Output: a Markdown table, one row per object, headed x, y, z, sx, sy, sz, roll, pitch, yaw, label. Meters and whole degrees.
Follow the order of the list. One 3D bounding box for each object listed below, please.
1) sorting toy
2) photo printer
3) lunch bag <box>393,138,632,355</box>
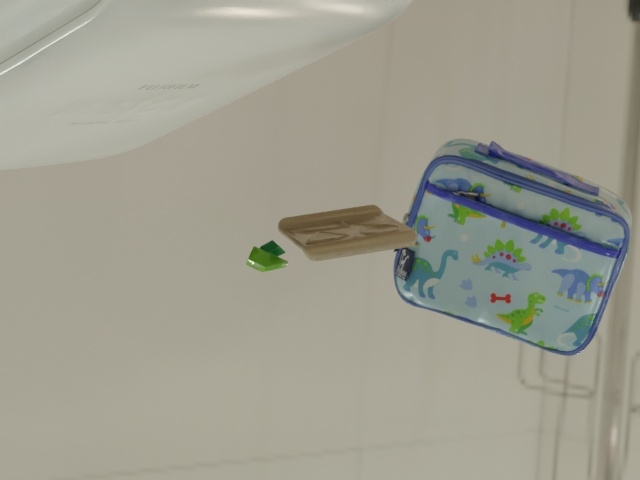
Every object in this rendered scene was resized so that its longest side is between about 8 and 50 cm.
| x | y | z | sx | sy | sz | roll | pitch | yaw | label |
| --- | --- | --- | --- | --- | --- | --- | --- | --- | --- |
| 0.000 | 0.000 | 0.678 | 0.083 | 0.012 | 0.062 | -9 | -163 | -14 | sorting toy |
| -0.106 | -0.130 | 0.758 | 0.307 | 0.107 | 0.256 | -21 | 173 | 38 | photo printer |
| 0.189 | 0.003 | 1.359 | 0.219 | 0.176 | 0.090 | 21 | -156 | 5 | lunch bag |
